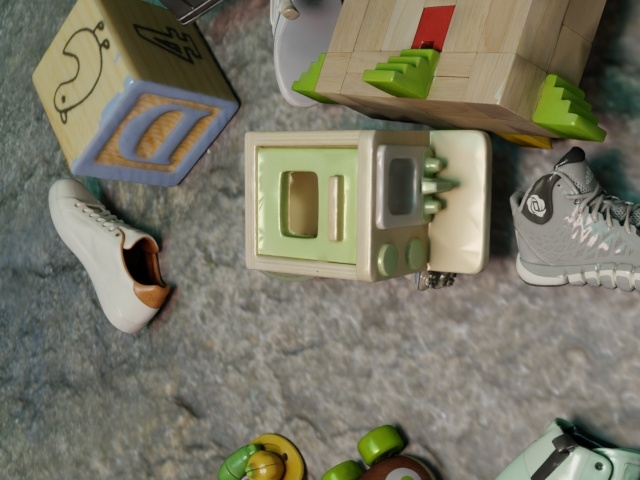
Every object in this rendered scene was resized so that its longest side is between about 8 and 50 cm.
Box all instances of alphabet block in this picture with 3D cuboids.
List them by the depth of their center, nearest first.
[{"bbox_3d":[-0.271,-0.217,1.255,0.192,0.193,0.197,-46,59,27],"label":"alphabet block"}]

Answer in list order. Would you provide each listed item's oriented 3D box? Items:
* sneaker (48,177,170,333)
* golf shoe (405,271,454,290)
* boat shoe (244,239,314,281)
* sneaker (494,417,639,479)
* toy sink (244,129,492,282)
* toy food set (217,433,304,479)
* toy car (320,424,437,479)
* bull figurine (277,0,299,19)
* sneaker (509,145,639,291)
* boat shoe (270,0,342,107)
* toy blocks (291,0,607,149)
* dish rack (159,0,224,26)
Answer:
[{"bbox_3d":[-0.320,-0.005,1.353,0.123,0.106,0.290,-44,69,23],"label":"sneaker"},{"bbox_3d":[0.125,-0.034,0.977,0.086,0.069,0.176,32,107,45],"label":"golf shoe"},{"bbox_3d":[0.000,0.000,1.084,0.228,0.069,0.081,-6,111,42],"label":"boat shoe"},{"bbox_3d":[0.276,0.281,0.799,0.256,0.094,0.151,43,111,34],"label":"sneaker"},{"bbox_3d":[0.044,-0.040,0.903,0.234,0.131,0.152,5,98,35],"label":"toy sink"},{"bbox_3d":[-0.110,0.351,1.150,0.218,0.071,0.128,-49,57,28],"label":"toy food set"},{"bbox_3d":[0.033,0.309,0.948,0.149,0.188,0.155,-50,57,28],"label":"toy car"},{"bbox_3d":[0.014,-0.386,0.949,0.310,0.101,0.188,-24,58,51],"label":"bull figurine"},{"bbox_3d":[0.273,-0.026,0.803,0.229,0.086,0.132,-5,108,42],"label":"sneaker"},{"bbox_3d":[-0.019,-0.291,1.118,0.084,0.095,0.258,161,116,-71],"label":"boat shoe"},{"bbox_3d":[0.150,-0.255,0.901,0.381,0.191,0.260,17,89,53],"label":"toy blocks"},{"bbox_3d":[-0.135,-0.455,1.207,0.208,0.074,0.271,-17,53,43],"label":"dish rack"}]
